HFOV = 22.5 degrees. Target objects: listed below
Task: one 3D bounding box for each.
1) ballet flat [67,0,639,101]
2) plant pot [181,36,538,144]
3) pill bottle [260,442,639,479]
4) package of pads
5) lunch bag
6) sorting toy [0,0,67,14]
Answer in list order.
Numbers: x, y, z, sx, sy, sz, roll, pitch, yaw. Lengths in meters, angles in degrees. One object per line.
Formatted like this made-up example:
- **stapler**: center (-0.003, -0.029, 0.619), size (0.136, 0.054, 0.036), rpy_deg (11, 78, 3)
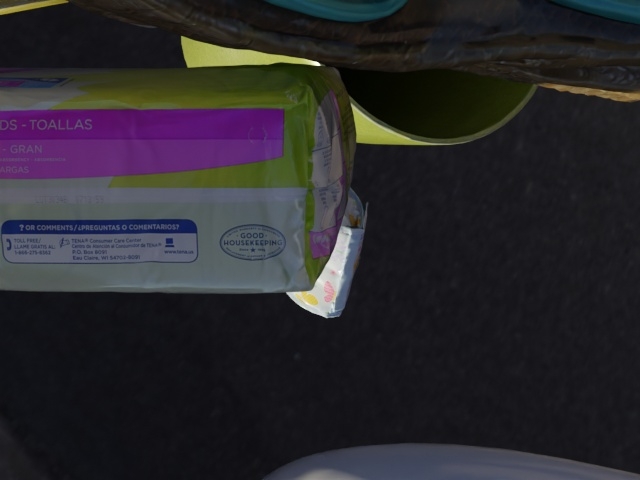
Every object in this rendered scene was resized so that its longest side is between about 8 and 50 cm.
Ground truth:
- **ballet flat**: center (0.010, -0.095, 0.451), size (0.124, 0.342, 0.116), rpy_deg (-14, 75, 56)
- **plant pot**: center (0.009, -0.201, 1.396), size (0.293, 0.275, 0.275), rpy_deg (-8, 116, 57)
- **pill bottle**: center (0.033, 0.203, 0.364), size (0.160, 0.283, 0.160), rpy_deg (9, 156, 4)
- **package of pads**: center (-0.097, -0.042, 0.843), size (0.229, 0.296, 0.101), rpy_deg (0, 98, 2)
- **lunch bag**: center (0.000, 0.000, 1.022), size (0.053, 0.083, 0.071), rpy_deg (-7, 125, -28)
- **sorting toy**: center (-0.196, -0.144, 0.500), size (0.274, 0.132, 0.046), rpy_deg (10, 160, -29)
